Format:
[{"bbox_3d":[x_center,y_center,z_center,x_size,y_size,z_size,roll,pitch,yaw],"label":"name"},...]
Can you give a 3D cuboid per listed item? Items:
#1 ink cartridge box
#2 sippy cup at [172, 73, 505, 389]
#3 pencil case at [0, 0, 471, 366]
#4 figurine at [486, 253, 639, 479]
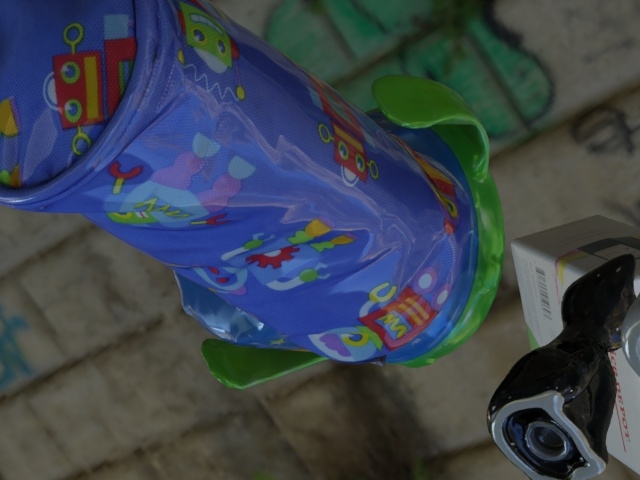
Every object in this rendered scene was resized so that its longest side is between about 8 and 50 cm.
[{"bbox_3d":[0.324,0.106,1.587,0.119,0.207,0.353,-15,-167,-11],"label":"ink cartridge box"},{"bbox_3d":[0.000,0.000,1.341,0.224,0.305,0.240,-3,-167,-42],"label":"sippy cup"},{"bbox_3d":[-0.044,-0.031,0.741,0.133,0.119,0.306,-26,151,22],"label":"pencil case"},{"bbox_3d":[0.236,0.052,1.134,0.215,0.092,0.209,-39,-168,39],"label":"figurine"}]
